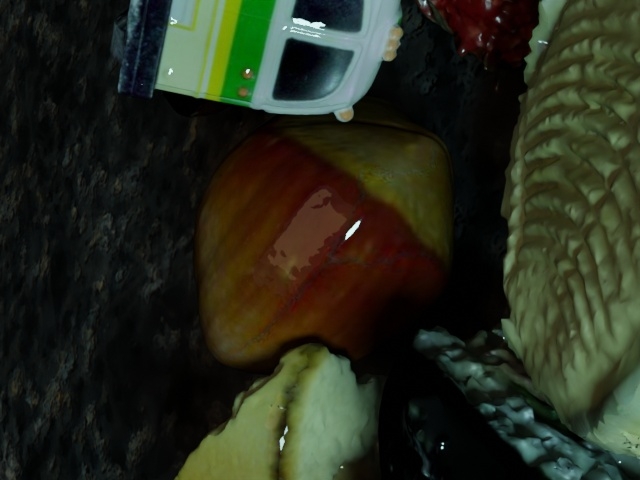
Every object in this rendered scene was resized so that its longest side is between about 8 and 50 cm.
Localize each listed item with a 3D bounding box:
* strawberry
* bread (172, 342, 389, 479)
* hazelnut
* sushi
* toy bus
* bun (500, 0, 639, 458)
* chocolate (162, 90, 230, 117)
[{"bbox_3d":[0.124,-0.221,0.665,0.167,0.087,0.208,52,125,38],"label":"strawberry"},{"bbox_3d":[0.014,0.210,0.652,0.224,0.183,0.211,-46,55,35],"label":"bread"},{"bbox_3d":[0.003,0.002,0.700,0.181,0.212,0.181,5,115,9],"label":"hazelnut"},{"bbox_3d":[0.117,0.172,0.530,0.238,0.225,0.219,-101,26,-58],"label":"sushi"},{"bbox_3d":[-0.037,-0.212,0.717,0.305,0.179,0.143,-92,15,-58],"label":"toy bus"},{"bbox_3d":[0.180,-0.030,0.433,0.259,0.152,0.260,-170,90,-81],"label":"bun"},{"bbox_3d":[-0.085,-0.171,0.898,0.148,0.080,0.125,17,107,40],"label":"chocolate"}]
